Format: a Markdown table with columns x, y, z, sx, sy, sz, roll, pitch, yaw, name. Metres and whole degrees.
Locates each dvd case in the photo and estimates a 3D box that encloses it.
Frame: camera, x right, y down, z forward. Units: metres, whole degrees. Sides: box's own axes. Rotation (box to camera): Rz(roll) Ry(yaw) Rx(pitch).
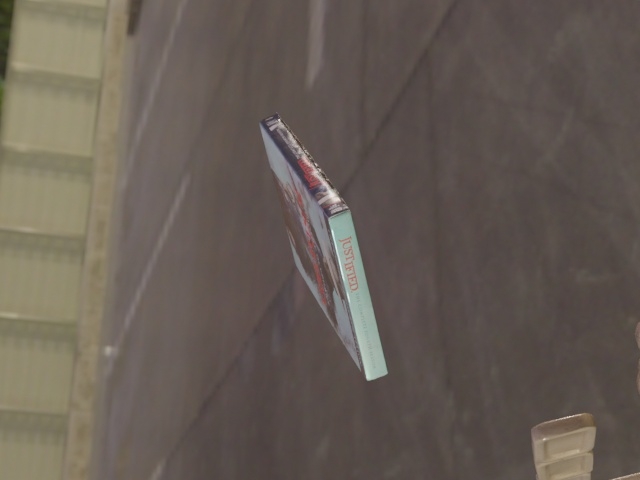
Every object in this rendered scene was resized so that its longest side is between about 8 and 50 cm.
| x | y | z | sx | sy | sz | roll | pitch | yaw | name |
| --- | --- | --- | --- | --- | --- | --- | --- | --- | --- |
| 0.000 | 0.000 | 0.587 | 0.119 | 0.013 | 0.087 | -126 | 19 | -58 | dvd case |

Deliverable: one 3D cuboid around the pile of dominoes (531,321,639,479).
| x | y | z | sx | sy | sz | roll | pitch | yaw | name |
| --- | --- | --- | --- | --- | --- | --- | --- | --- | --- |
| 0.205 | 0.086 | 0.660 | 0.251 | 0.196 | 0.040 | 62 | -167 | -67 | pile of dominoes |
